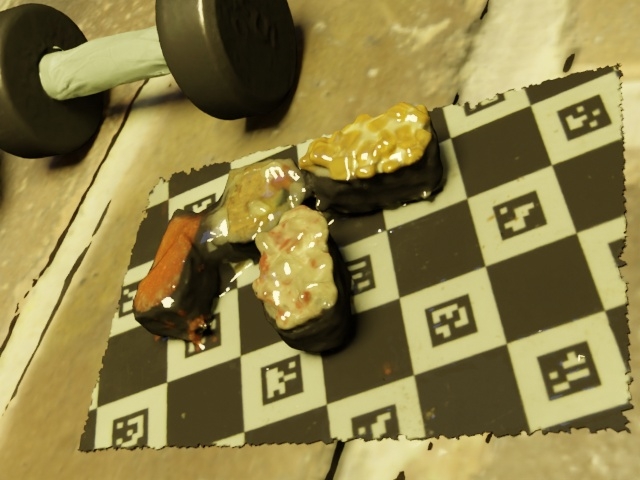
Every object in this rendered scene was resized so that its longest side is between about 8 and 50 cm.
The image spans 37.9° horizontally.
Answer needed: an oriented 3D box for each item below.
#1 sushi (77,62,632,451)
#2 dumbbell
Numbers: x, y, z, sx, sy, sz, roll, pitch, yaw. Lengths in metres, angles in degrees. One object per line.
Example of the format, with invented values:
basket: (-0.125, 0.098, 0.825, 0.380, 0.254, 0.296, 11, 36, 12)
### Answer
sushi: (0.000, 0.000, 0.449, 0.280, 0.043, 0.192, -9, 52, 27)
dumbbell: (-0.118, -0.111, 0.569, 0.191, 0.100, 0.100, -6, 54, 28)
